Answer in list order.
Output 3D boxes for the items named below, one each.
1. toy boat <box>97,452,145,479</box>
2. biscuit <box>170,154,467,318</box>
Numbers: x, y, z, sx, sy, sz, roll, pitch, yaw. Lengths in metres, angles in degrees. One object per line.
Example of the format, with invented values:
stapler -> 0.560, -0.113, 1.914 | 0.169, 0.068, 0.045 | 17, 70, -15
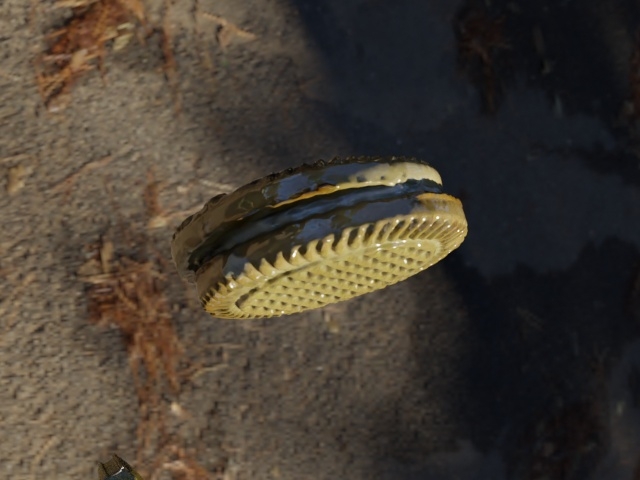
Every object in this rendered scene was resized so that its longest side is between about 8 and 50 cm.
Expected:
toy boat -> -0.136, 0.240, 0.969 | 0.047, 0.049, 0.149 | -28, 93, -13
biscuit -> 0.000, 0.000, 1.035 | 0.259, 0.259, 0.079 | 0, 69, -49
